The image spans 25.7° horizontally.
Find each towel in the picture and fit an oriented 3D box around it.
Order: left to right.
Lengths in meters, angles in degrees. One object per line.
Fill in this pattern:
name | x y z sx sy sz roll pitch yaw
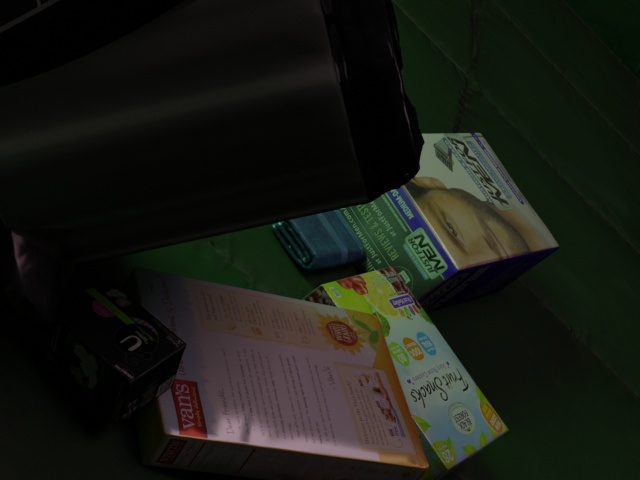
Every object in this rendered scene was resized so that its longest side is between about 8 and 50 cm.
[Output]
towel | 0.000 0.000 1.468 0.067 0.029 0.119 56 24 13

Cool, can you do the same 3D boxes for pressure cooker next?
pressure cooker | -0.159 -0.161 0.997 0.370 0.420 0.375 -92 170 -62

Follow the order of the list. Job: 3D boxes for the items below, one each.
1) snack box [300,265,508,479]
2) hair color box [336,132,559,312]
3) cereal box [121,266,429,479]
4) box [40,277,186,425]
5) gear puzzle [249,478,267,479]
snack box | 0.073 0.132 1.354 0.207 0.070 0.174 56 24 10
hair color box | 0.141 -0.026 1.651 0.185 0.110 0.339 57 27 12
cereal box | -0.041 0.116 1.144 0.240 0.047 0.173 13 40 -28
box | -0.152 0.080 1.026 0.083 0.052 0.062 38 43 17
gear puzzle | 0.008 0.194 1.187 0.175 0.044 0.339 26 34 -42
